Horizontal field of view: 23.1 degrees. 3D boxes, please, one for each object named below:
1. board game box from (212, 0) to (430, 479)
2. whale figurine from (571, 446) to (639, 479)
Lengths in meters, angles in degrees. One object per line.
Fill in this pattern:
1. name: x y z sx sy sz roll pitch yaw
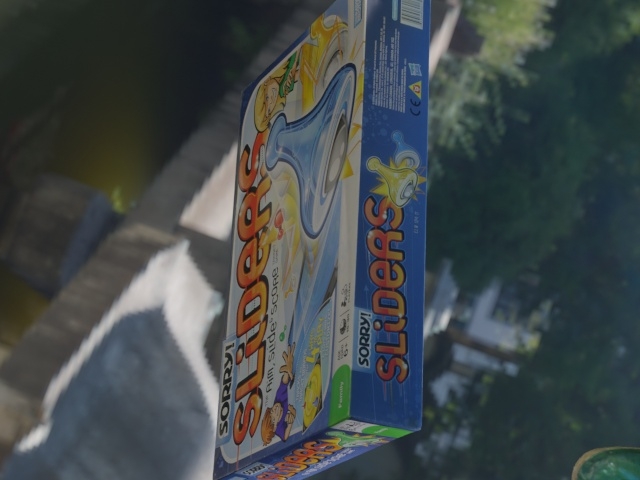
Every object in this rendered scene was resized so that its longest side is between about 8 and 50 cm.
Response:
1. board game box: 0.000 0.000 0.699 0.136 0.035 0.201 -36 -134 56
2. whale figurine: 0.290 0.133 0.953 0.141 0.272 0.216 37 -35 60
